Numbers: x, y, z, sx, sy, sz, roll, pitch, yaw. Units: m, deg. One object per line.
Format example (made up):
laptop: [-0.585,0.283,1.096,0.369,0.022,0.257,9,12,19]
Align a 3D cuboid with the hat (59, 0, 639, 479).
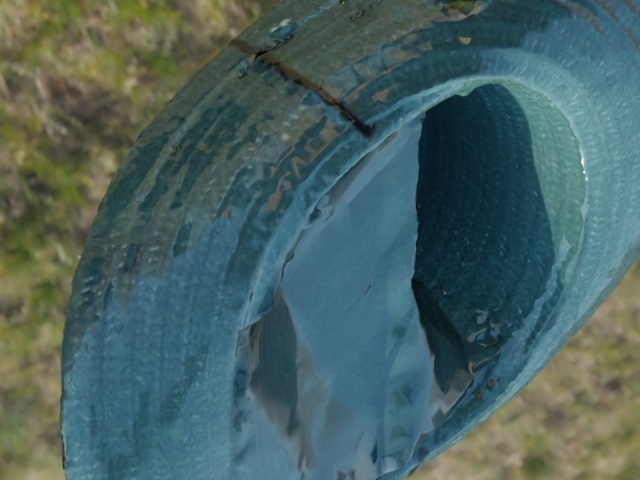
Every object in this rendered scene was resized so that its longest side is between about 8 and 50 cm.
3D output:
hat: [0.000,0.000,0.437,0.191,0.078,0.138,-37,140,-26]
